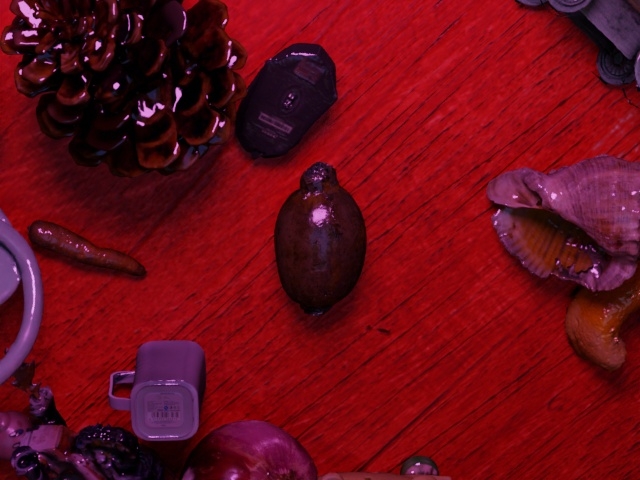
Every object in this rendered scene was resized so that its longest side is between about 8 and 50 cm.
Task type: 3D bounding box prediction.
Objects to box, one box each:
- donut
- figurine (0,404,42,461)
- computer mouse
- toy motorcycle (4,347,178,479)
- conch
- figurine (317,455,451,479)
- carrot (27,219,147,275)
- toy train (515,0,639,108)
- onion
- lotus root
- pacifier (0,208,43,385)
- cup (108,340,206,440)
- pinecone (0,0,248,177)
[{"bbox_3d":[0.433,0.102,1.450,0.181,0.078,0.146,-17,117,-1],"label":"donut"},{"bbox_3d":[-0.420,0.268,1.417,0.067,0.071,0.083,8,110,35],"label":"figurine"},{"bbox_3d":[-0.044,-0.175,1.280,0.099,0.057,0.172,25,120,-19],"label":"computer mouse"},{"bbox_3d":[-0.319,0.301,1.384,0.207,0.134,0.401,-8,136,16],"label":"toy motorcycle"},{"bbox_3d":[0.331,-0.028,1.342,0.245,0.163,0.178,13,97,19],"label":"conch"},{"bbox_3d":[0.077,0.435,1.530,0.325,0.124,0.222,3,116,-5],"label":"figurine"},{"bbox_3d":[-0.299,0.015,1.341,0.165,0.035,0.035,24,108,-19],"label":"carrot"},{"bbox_3d":[0.366,-0.296,1.238,0.307,0.126,0.189,38,104,-20],"label":"toy train"},{"bbox_3d":[-0.108,0.345,1.412,0.201,0.200,0.207,35,79,-20],"label":"onion"},{"bbox_3d":[0.000,0.000,1.331,0.120,0.120,0.209,-2,114,-6],"label":"lotus root"},{"bbox_3d":[-0.498,0.085,1.252,0.288,0.343,0.269,28,149,-22],"label":"pacifier"},{"bbox_3d":[-0.218,0.197,1.382,0.128,0.129,0.095,0,107,-4],"label":"cup"},{"bbox_3d":[-0.214,-0.193,1.128,0.246,0.292,0.246,-3,80,17],"label":"pinecone"}]
